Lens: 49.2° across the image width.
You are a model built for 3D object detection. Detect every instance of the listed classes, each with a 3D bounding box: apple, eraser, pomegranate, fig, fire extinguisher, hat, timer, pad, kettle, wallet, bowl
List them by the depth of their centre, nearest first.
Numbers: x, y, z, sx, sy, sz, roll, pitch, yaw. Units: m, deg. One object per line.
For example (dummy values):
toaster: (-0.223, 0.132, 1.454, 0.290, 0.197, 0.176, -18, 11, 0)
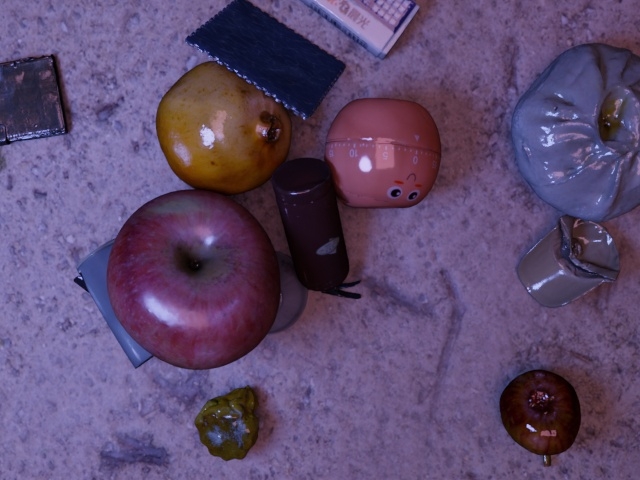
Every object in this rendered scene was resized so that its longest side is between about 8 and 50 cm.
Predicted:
apple: (-0.233, 0.079, 1.294, 0.345, 0.269, 0.344, 6, 60, -11)
pomegranate: (-0.179, -0.214, 1.340, 0.264, 0.264, 0.264, 0, 96, -1)
pad: (-0.094, -0.359, 1.348, 0.270, 0.269, 0.012, 32, 130, -5)
timer: (0.121, -0.165, 1.366, 0.230, 0.229, 0.214, 4, 96, -1)
fire extinguisher: (0.000, 0.000, 1.395, 0.135, 0.114, 0.337, 0, 133, 12)
eraser: (0.051, -0.497, 1.405, 0.279, 0.081, 0.124, 36, 94, -4)
kettle: (-0.360, 0.102, 1.436, 0.211, 0.160, 0.243, -35, 89, -16)
wallet: (-0.688, -0.274, 1.437, 0.317, 0.044, 0.169, -10, 92, -1)
bowl: (-0.119, 0.114, 1.461, 0.189, 0.086, 0.189, 0, 95, -2)
fig: (0.464, 0.372, 1.477, 0.175, 0.207, 0.175, -8, 62, 15)
hat: (0.520, 0.044, 1.481, 0.166, 0.144, 0.173, 56, 137, 10)

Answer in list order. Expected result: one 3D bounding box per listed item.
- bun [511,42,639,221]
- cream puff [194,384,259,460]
bun: (0.557, -0.211, 1.374, 0.355, 0.194, 0.354, 0, 90, -4)
cream puff: (-0.187, 0.381, 1.480, 0.146, 0.116, 0.146, 10, 118, 19)
